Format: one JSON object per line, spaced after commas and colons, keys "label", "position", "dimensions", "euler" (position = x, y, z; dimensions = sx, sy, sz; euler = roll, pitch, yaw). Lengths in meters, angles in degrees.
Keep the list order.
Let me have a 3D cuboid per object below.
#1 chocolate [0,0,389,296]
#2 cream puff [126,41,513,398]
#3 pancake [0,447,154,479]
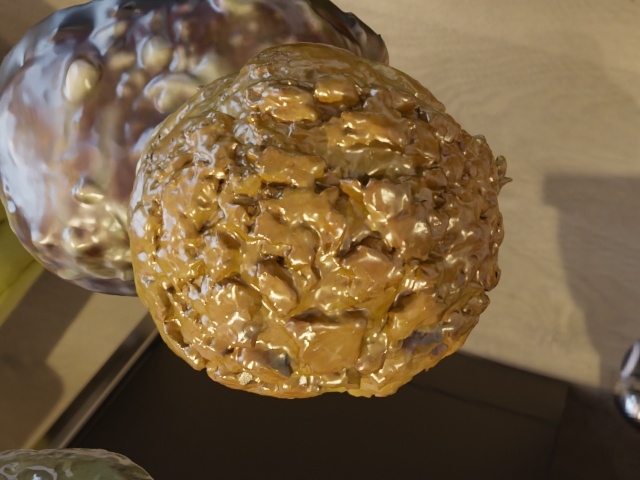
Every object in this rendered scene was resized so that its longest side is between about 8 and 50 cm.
{"label": "chocolate", "position": [-0.102, -0.060, 0.986], "dimensions": [0.340, 0.210, 0.225], "euler": [-9, 151, 4]}
{"label": "cream puff", "position": [0.002, -0.002, 0.428], "dimensions": [0.144, 0.103, 0.126], "euler": [14, 99, -30]}
{"label": "pancake", "position": [-0.234, 0.205, 0.882], "dimensions": [0.222, 0.236, 0.042], "euler": [12, 110, 52]}
